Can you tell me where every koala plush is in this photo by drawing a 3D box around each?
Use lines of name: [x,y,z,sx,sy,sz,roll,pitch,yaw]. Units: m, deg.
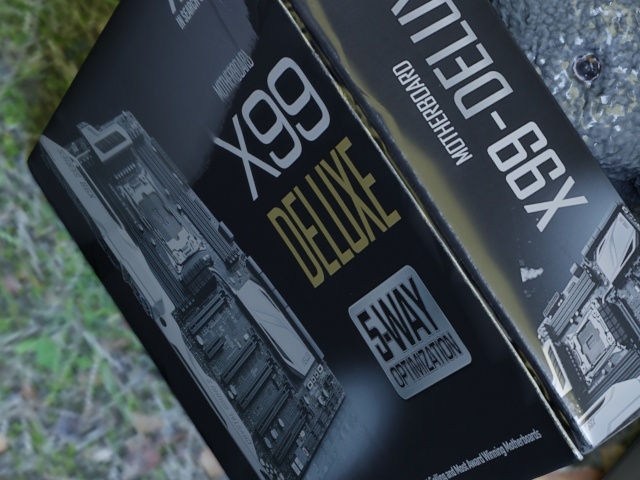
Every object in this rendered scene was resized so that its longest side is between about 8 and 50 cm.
koala plush: [0.156,-0.065,0.921,0.221,0.196,0.203,49,58,-8]

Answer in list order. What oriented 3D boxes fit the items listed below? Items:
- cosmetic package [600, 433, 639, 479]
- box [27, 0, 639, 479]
cosmetic package: [0.308,0.056,0.934,0.155,0.197,0.365,45,69,-4]
box: [0.000,0.000,0.793,0.076,0.307,0.242,-32,86,-26]
